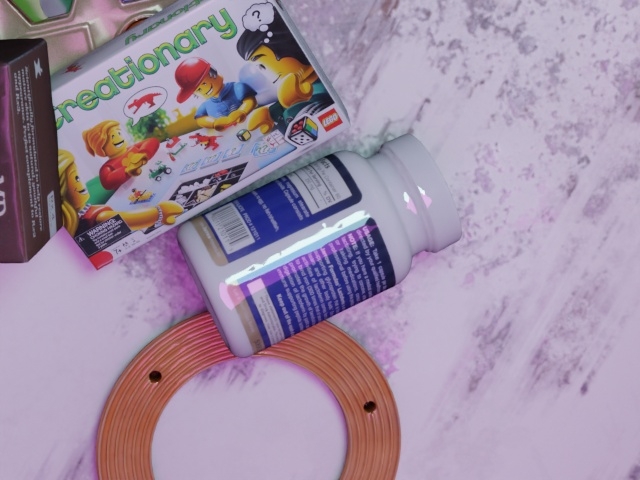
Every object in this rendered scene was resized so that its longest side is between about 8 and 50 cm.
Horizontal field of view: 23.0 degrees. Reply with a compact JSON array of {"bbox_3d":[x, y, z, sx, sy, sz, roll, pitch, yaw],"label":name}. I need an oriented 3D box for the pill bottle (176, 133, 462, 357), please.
[{"bbox_3d":[0.000,0.000,1.609,0.264,0.153,0.153,-25,109,-7],"label":"pill bottle"}]

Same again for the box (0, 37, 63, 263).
[{"bbox_3d":[-0.446,-0.081,1.470,0.381,0.143,0.191,-2,106,5],"label":"box"}]

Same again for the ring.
[{"bbox_3d":[-0.078,0.226,1.730,0.336,0.032,0.337,-3,107,-10],"label":"ring"}]

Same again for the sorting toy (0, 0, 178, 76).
[{"bbox_3d":[-0.269,-0.209,1.563,0.307,0.041,0.229,-14,108,-6],"label":"sorting toy"}]

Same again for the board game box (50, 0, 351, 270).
[{"bbox_3d":[-0.148,-0.122,1.566,0.305,0.053,0.193,-29,119,8],"label":"board game box"}]
